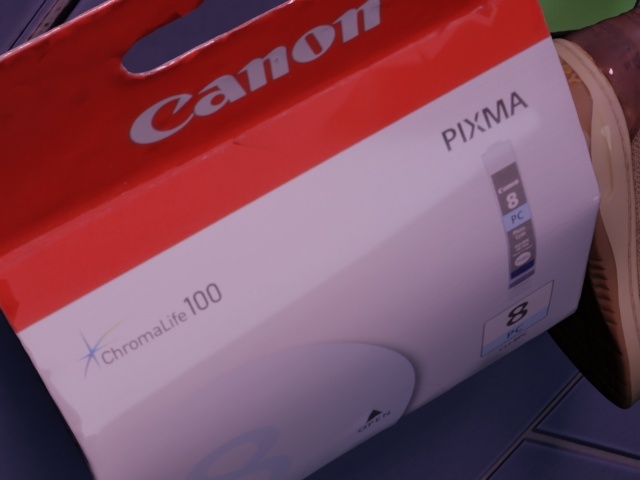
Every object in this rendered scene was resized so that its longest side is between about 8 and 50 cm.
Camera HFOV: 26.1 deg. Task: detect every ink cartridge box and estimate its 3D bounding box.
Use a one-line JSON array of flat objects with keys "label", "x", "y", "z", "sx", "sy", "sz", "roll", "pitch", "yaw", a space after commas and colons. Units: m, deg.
[{"label": "ink cartridge box", "x": 0.000, "y": 0.000, "z": 0.682, "sx": 0.308, "sy": 0.091, "sz": 0.385, "roll": -29, "pitch": 154, "yaw": -11}]

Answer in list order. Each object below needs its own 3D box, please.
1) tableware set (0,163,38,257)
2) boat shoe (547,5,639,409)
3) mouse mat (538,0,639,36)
[{"label": "tableware set", "x": -0.194, "y": 0.003, "z": 0.603, "sx": 0.194, "sy": 0.039, "sz": 0.128, "roll": -46, "pitch": 154, "yaw": 13}, {"label": "boat shoe", "x": 0.201, "y": -0.015, "z": 0.892, "sx": 0.123, "sy": 0.123, "sz": 0.342, "roll": -32, "pitch": 138, "yaw": -10}, {"label": "mouse mat", "x": 0.154, "y": -0.190, "z": 0.748, "sx": 0.152, "sy": 0.007, "sz": 0.190, "roll": -11, "pitch": 137, "yaw": -36}]
